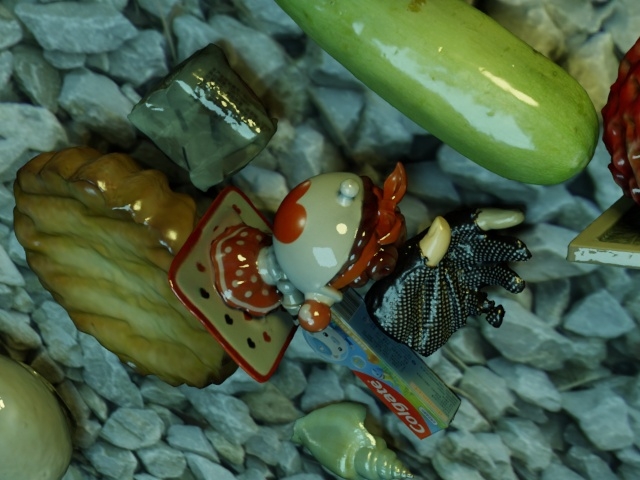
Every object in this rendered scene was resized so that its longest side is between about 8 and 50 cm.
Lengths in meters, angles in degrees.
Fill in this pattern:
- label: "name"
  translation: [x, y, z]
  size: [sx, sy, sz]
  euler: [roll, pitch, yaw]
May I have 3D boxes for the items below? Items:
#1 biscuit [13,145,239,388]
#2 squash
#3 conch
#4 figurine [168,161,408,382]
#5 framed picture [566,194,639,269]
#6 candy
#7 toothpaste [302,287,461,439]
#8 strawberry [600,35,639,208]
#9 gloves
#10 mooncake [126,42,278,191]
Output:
- label: "biscuit"
  translation: [-0.204, 0.025, 1.556]
  size: [0.326, 0.107, 0.325]
  euler: [29, 144, 24]
- label: "squash"
  translation: [0.085, -0.173, 1.241]
  size: [0.371, 0.118, 0.118]
  euler: [34, 135, 8]
- label: "conch"
  translation: [0.035, 0.241, 1.629]
  size: [0.180, 0.065, 0.088]
  euler: [17, 133, 32]
- label: "figurine"
  translation: [0.000, 0.000, 1.384]
  size: [0.226, 0.183, 0.160]
  euler: [-29, 111, 36]
- label: "framed picture"
  translation: [0.386, -0.007, 1.107]
  size: [0.324, 0.240, 0.020]
  euler: [7, 110, 29]
- label: "candy"
  translation: [-0.470, 0.264, 1.871]
  size: [0.296, 0.185, 0.295]
  euler: [14, 133, 15]
- label: "toothpaste"
  translation: [0.064, 0.139, 1.547]
  size: [0.193, 0.044, 0.070]
  euler: [46, 136, -8]
- label: "strawberry"
  translation: [0.323, -0.097, 1.054]
  size: [0.253, 0.280, 0.150]
  euler: [9, 126, 37]
- label: "gloves"
  translation: [0.135, 0.026, 1.393]
  size: [0.129, 0.106, 0.181]
  euler: [41, 106, -16]
- label: "mooncake"
  translation: [-0.112, -0.125, 1.423]
  size: [0.125, 0.073, 0.130]
  euler: [46, 136, -13]
